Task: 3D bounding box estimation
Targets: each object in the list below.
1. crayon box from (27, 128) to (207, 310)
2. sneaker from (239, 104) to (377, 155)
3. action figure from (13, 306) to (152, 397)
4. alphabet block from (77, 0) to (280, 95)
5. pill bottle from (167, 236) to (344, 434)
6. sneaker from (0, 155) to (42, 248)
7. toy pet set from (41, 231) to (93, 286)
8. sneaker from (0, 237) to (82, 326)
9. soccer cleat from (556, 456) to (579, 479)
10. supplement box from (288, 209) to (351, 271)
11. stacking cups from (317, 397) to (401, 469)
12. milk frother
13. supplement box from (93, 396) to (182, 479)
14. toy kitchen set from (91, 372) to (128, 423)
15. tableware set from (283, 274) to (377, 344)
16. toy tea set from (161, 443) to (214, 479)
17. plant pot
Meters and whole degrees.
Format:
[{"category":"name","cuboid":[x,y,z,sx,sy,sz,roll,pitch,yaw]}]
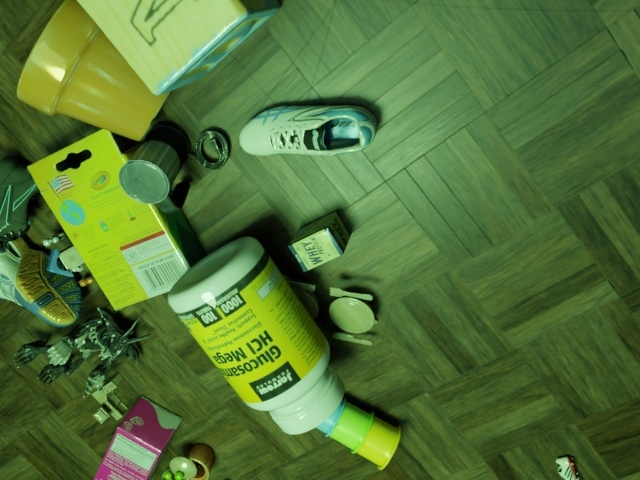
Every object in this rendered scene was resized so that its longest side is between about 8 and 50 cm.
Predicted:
[{"category":"crayon box","cuboid":[-0.372,-0.042,1.114,0.202,0.081,0.318,-19,109,20]},{"category":"sneaker","cuboid":[-0.027,-0.176,0.972,0.238,0.086,0.085,-3,115,16]},{"category":"action figure","cuboid":[-0.492,0.241,1.237,0.276,0.140,0.164,-18,121,20]},{"category":"alphabet block","cuboid":[-0.207,-0.360,0.873,0.194,0.192,0.197,-33,104,22]},{"category":"pill bottle","cuboid":[-0.102,0.175,1.055,0.188,0.188,0.333,-27,107,22]},{"category":"sneaker","cuboid":[-0.614,-0.026,1.114,0.106,0.101,0.267,31,78,-19]},{"category":"toy pet set","cuboid":[-0.504,0.049,1.164,0.114,0.065,0.122,-1,120,57]},{"category":"sneaker","cuboid":[-0.614,0.078,1.219,0.296,0.112,0.131,44,126,4]},{"category":"soccer cleat","cuboid":[0.490,0.464,1.174,0.036,0.029,0.083,-12,108,27]},{"category":"supplement box","cuboid":[0.000,0.000,1.045,0.083,0.083,0.056,-26,106,22]},{"category":"stacking cups","cuboid":[0.003,0.348,1.206,0.316,0.096,0.096,27,117,4]},{"category":"milk frother","cuboid":[-0.244,-0.133,1.011,0.143,0.134,0.129,-33,117,26]},{"category":"supplement box","cuboid":[-0.417,0.482,1.345,0.114,0.111,0.220,31,116,-1]},{"category":"toy kitchen set","cuboid":[-0.462,0.360,1.324,0.075,0.068,0.083,-34,103,24]},{"category":"tableware set","cuboid":[0.011,0.124,1.126,0.194,0.039,0.128,9,127,15]},{"category":"toy tea set","cuboid":[-0.288,0.635,1.376,0.200,0.124,0.335,-14,110,19]},{"category":"plant pot","cuboid":[-0.343,-0.264,0.956,0.188,0.205,0.205,31,118,-19]}]
